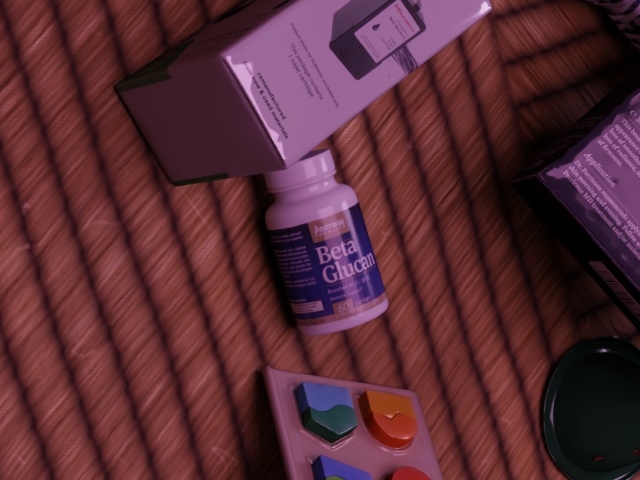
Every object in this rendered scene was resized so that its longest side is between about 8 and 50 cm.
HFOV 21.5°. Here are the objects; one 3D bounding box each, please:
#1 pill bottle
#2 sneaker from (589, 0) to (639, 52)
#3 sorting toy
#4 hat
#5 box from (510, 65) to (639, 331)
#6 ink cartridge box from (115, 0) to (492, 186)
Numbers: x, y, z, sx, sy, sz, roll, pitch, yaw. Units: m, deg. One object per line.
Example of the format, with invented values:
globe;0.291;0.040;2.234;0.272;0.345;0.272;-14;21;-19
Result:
pill bottle;0.000;0.000;1.654;0.094;0.094;0.169;-23;101;-32
sneaker;0.364;-0.253;1.904;0.153;0.099;0.282;-22;96;-34
sorting toy;0.046;0.213;1.651;0.208;0.038;0.193;15;44;-34
hat;0.379;0.194;1.845;0.209;0.184;0.172;-6;93;-34
box;0.437;-0.040;1.780;0.312;0.179;0.343;-41;91;-3
ink cartridge box;-0.015;-0.181;1.583;0.289;0.211;0.121;-39;107;-30
